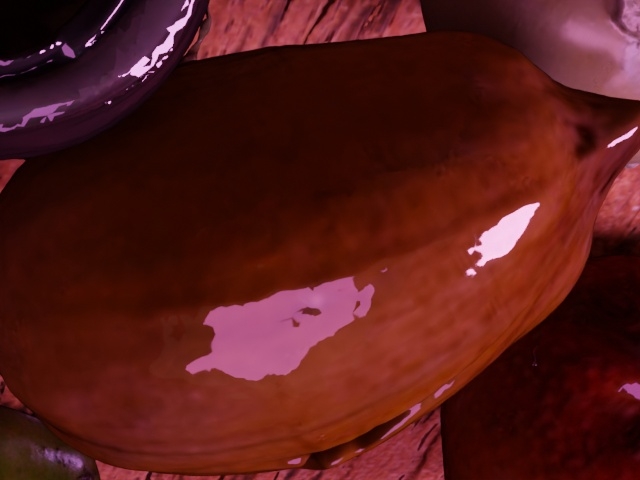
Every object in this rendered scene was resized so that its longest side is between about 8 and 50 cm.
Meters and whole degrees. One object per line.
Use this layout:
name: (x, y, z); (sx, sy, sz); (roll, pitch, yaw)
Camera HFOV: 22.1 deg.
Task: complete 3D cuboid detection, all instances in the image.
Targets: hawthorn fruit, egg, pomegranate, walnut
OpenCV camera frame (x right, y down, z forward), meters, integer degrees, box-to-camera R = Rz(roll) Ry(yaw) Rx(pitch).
hawthorn fruit: (0.225, 0.156, 1.140); (0.295, 0.295, 0.311); (-13, 143, 1)
egg: (0.143, -0.122, 0.852); (0.201, 0.164, 0.164); (15, 135, -32)
pomegranate: (-0.252, 0.195, 1.173); (0.191, 0.131, 0.152); (-31, 141, 34)
walnut: (0.000, 0.000, 0.775); (0.336, 0.209, 0.209); (-18, 141, 7)

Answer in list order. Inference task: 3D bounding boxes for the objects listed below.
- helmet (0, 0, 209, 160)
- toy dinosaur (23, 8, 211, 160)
helmet: (-0.172, -0.158, 0.690); (0.225, 0.305, 0.177); (-49, 172, -3)
toy dinosaur: (-0.140, -0.062, 0.900); (0.327, 0.113, 0.206); (4, 105, -49)
